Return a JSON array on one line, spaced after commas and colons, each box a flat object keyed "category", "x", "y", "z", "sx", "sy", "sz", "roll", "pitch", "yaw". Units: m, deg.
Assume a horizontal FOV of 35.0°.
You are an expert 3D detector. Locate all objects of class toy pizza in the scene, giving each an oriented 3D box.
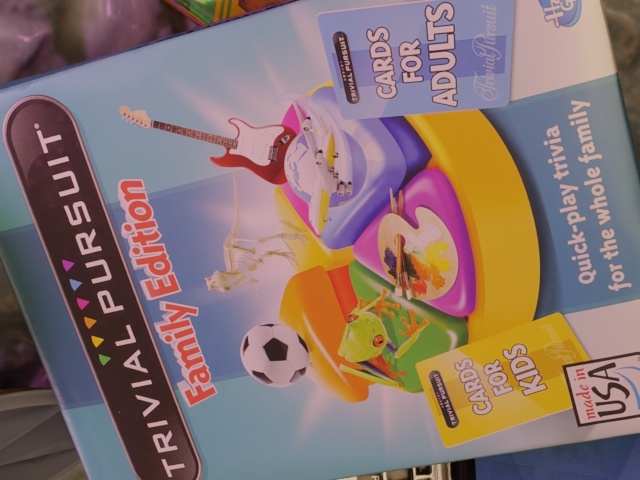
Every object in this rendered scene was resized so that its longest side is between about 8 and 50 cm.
[{"category": "toy pizza", "x": -0.234, "y": 0.136, "z": 0.653, "sx": 0.201, "sy": 0.201, "sz": 0.032, "roll": -23, "pitch": 67, "yaw": -7}]

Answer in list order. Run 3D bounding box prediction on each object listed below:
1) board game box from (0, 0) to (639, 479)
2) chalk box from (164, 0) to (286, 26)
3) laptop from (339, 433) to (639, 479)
[{"category": "board game box", "x": 0.000, "y": 0.000, "z": 0.547, "sx": 0.336, "sy": 0.079, "sz": 0.254, "roll": -13, "pitch": 106, "yaw": 16}, {"category": "chalk box", "x": 0.015, "y": -0.197, "z": 0.626, "sx": 0.132, "sy": 0.132, "sz": 0.213, "roll": 35, "pitch": 95, "yaw": -19}, {"category": "laptop", "x": 0.062, "y": 0.245, "z": 0.655, "sx": 0.408, "sy": 0.236, "sz": 0.382, "roll": -5, "pitch": 95, "yaw": -6}]
